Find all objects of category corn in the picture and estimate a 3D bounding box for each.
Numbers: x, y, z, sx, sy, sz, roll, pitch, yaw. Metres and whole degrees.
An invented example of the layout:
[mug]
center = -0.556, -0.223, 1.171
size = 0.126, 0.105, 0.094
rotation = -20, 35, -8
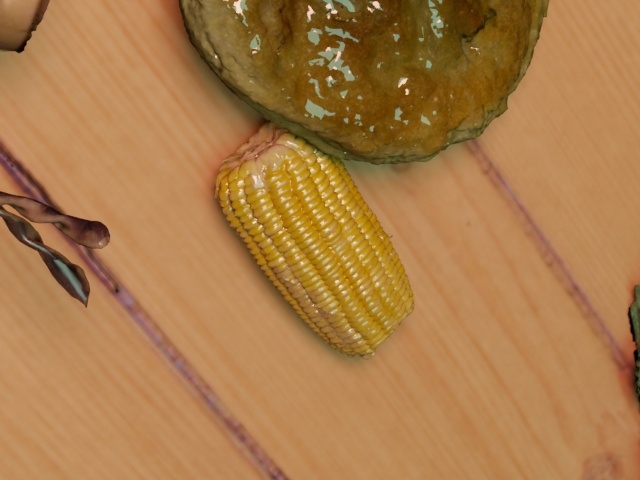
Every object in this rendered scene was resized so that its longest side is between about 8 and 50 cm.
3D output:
[corn]
center = 0.000, 0.000, 1.085
size = 0.165, 0.063, 0.085
rotation = 53, 57, -27

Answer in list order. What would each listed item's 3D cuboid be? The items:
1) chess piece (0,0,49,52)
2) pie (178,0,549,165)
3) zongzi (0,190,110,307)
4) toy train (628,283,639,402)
[chess piece]
center = -0.295, -0.188, 0.877
size = 0.307, 0.139, 0.124
rotation = 12, 140, -20
[pie]
center = 0.038, -0.175, 1.029
size = 0.277, 0.078, 0.277
rotation = -1, 92, -29
[zongzi]
center = -0.422, 0.057, 0.898
size = 0.500, 0.218, 0.467
rotation = 12, 124, -37
[toy train]
center = 0.338, 0.159, 1.234
size = 0.178, 0.138, 0.330
rotation = -20, 108, -27
